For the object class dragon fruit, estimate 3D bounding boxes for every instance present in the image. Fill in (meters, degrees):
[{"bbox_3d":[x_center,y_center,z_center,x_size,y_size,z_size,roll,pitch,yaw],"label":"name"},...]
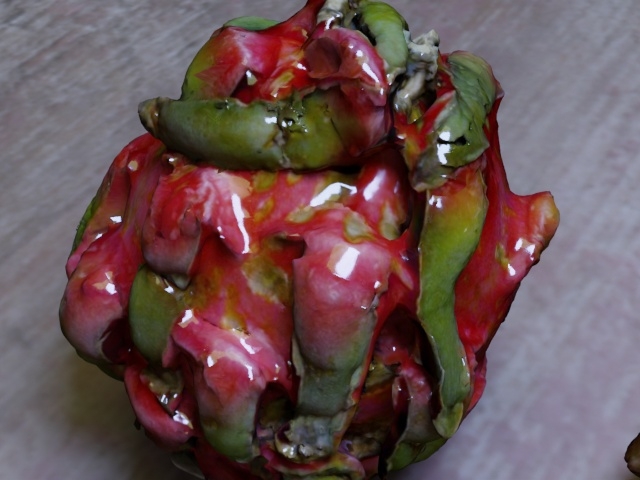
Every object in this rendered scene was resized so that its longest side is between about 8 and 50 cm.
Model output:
[{"bbox_3d":[-0.005,0.007,0.693,0.231,0.302,0.237,39,48,4],"label":"dragon fruit"}]

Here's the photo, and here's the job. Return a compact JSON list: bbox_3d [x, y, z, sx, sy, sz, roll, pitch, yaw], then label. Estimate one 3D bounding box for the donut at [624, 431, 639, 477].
[{"bbox_3d":[0.268,0.101,0.699,0.186,0.144,0.126,-45,31,-5],"label":"donut"}]
